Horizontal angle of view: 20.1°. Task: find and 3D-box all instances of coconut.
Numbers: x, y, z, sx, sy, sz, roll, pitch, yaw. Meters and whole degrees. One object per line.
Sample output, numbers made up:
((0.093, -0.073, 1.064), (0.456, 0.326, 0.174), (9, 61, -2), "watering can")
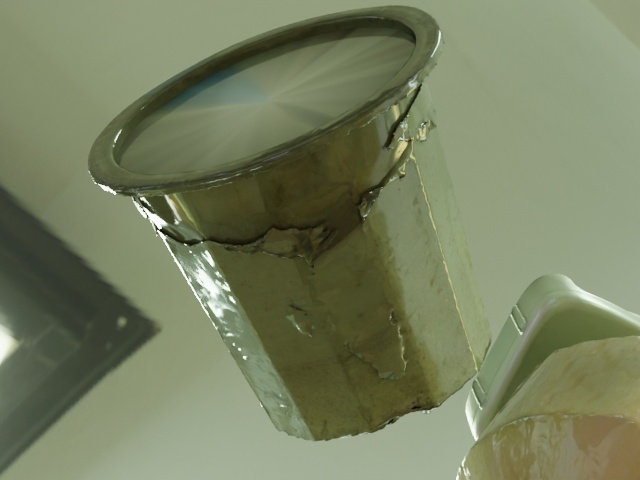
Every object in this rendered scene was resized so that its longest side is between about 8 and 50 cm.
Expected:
((0.218, 0.189, 1.250), (0.259, 0.259, 0.259), (1, -72, 3), "coconut")

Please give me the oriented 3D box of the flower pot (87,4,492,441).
((0.000, 0.000, 1.028), (0.212, 0.212, 0.202), (-18, -70, 9), "flower pot")

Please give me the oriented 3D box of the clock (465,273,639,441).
((0.222, 0.121, 1.407), (0.191, 0.062, 0.151), (21, -71, -16), "clock")
